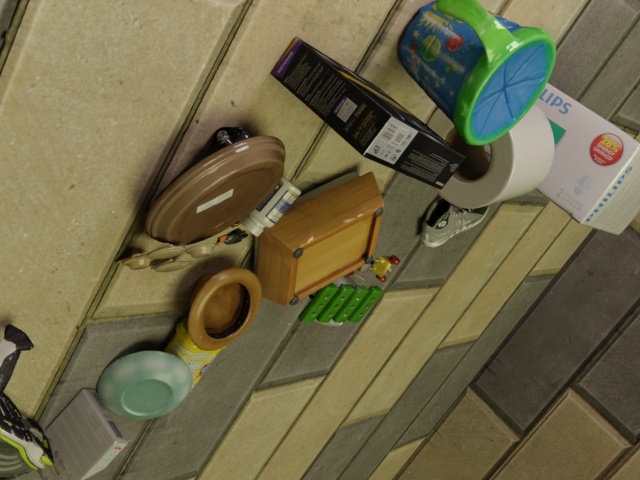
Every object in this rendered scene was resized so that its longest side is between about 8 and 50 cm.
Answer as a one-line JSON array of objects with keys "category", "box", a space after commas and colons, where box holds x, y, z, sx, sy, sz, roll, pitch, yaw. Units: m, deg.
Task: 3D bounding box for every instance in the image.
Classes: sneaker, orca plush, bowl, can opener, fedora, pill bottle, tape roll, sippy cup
[{"category": "sneaker", "box": [0.361, -0.080, 2.033, 0.228, 0.086, 0.132, -36, 148, -14]}, {"category": "sneaker", "box": [-0.579, 0.361, 1.367, 0.121, 0.111, 0.300, -31, 146, -14]}, {"category": "orca plush", "box": [-0.578, 0.252, 1.207, 0.287, 0.151, 0.102, -56, 167, -28]}, {"category": "bowl", "box": [0.043, 0.165, 1.972, 0.142, 0.053, 0.142, -49, 150, 7]}, {"category": "can opener", "box": [-0.187, -0.121, 1.284, 0.186, 0.059, 0.073, -41, 127, -2]}, {"category": "fedora", "box": [-0.208, 0.127, 1.550, 0.194, 0.079, 0.194, -29, 136, -33]}, {"category": "pill bottle", "box": [-0.099, -0.068, 1.459, 0.120, 0.067, 0.067, -49, 151, 3]}, {"category": "tape roll", "box": [0.372, -0.203, 1.715, 0.169, 0.246, 0.246, -13, 139, -43]}, {"category": "sippy cup", "box": [0.277, -0.335, 1.438, 0.240, 0.224, 0.306, -24, 146, -34]}]

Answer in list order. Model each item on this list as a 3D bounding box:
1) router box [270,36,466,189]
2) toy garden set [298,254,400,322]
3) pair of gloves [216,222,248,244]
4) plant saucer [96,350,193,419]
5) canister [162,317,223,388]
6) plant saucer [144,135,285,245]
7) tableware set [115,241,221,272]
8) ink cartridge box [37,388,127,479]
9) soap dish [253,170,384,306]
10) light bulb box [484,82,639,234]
[{"category": "router box", "box": [0.091, -0.213, 1.337, 0.081, 0.243, 0.309, -53, 150, 15]}, {"category": "toy garden set", "box": [0.070, 0.106, 1.831, 0.244, 0.049, 0.204, 9, 123, -55]}, {"category": "pair of gloves", "box": [-0.163, -0.023, 1.498, 0.074, 0.010, 0.083, -16, 141, -42]}, {"category": "plant saucer", "box": [-0.355, 0.309, 1.568, 0.194, 0.037, 0.195, -9, 128, -12]}, {"category": "canister", "box": [-0.285, 0.250, 1.635, 0.126, 0.073, 0.170, 8, 124, -54]}, {"category": "plant saucer", "box": [-0.169, -0.075, 1.308, 0.277, 0.041, 0.278, -33, 167, -9]}, {"category": "tableware set", "box": [-0.267, 0.029, 1.356, 0.141, 0.020, 0.168, -20, 166, 30]}, {"category": "ink cartridge box", "box": [-0.478, 0.406, 1.510, 0.179, 0.145, 0.045, -49, 149, 8]}, {"category": "soap dish", "box": [0.000, 0.000, 1.630, 0.290, 0.118, 0.229, -27, 147, -28]}, {"category": "light bulb box", "box": [0.631, -0.212, 1.923, 0.361, 0.358, 0.225, 7, 121, -54]}]
